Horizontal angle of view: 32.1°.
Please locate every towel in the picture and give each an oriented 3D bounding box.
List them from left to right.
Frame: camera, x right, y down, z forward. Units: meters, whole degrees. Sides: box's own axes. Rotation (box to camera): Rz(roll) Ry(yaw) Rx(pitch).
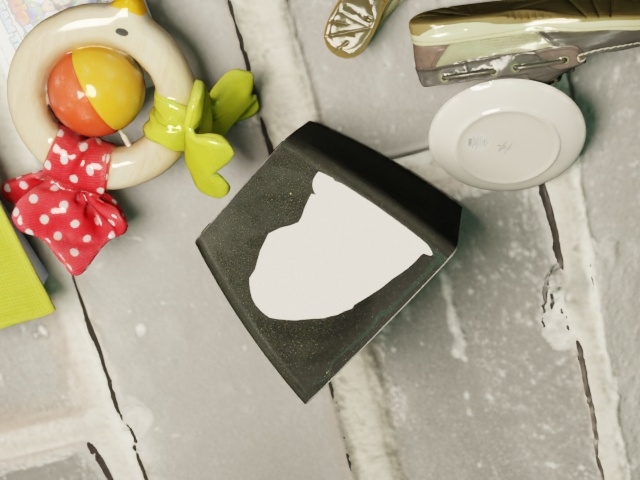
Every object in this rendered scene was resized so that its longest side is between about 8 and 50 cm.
[{"bbox_3d":[-0.326,-0.022,0.969,0.102,0.021,0.237,-15,114,14],"label":"towel"}]

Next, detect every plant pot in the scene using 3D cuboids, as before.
[{"bbox_3d":[0.000,0.000,0.992,0.167,0.187,0.188,41,105,-2],"label":"plant pot"}]

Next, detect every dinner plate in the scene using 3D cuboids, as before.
[{"bbox_3d":[0.168,-0.089,1.005,0.141,0.017,0.141,4,139,3],"label":"dinner plate"}]

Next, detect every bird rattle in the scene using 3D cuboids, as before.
[{"bbox_3d":[-0.184,-0.104,0.978,0.254,0.143,0.206,-19,111,21],"label":"bird rattle"}]

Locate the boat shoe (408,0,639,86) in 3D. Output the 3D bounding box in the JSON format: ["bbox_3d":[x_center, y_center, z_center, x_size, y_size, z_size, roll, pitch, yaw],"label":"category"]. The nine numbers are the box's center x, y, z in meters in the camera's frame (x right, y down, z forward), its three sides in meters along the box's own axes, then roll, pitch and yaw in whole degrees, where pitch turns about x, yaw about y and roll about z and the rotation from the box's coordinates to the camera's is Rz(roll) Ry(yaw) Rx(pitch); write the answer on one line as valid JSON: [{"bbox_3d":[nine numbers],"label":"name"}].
[{"bbox_3d":[0.191,-0.172,0.978,0.224,0.080,0.073,-2,117,5],"label":"boat shoe"}]

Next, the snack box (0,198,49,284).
[{"bbox_3d":[-0.391,0.017,1.041,0.207,0.070,0.174,-26,110,7],"label":"snack box"}]

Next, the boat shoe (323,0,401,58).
[{"bbox_3d":[0.055,-0.228,0.973,0.056,0.048,0.153,29,102,1],"label":"boat shoe"}]

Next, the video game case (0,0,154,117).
[{"bbox_3d":[-0.225,-0.195,0.988,0.143,0.019,0.157,-18,110,5],"label":"video game case"}]
